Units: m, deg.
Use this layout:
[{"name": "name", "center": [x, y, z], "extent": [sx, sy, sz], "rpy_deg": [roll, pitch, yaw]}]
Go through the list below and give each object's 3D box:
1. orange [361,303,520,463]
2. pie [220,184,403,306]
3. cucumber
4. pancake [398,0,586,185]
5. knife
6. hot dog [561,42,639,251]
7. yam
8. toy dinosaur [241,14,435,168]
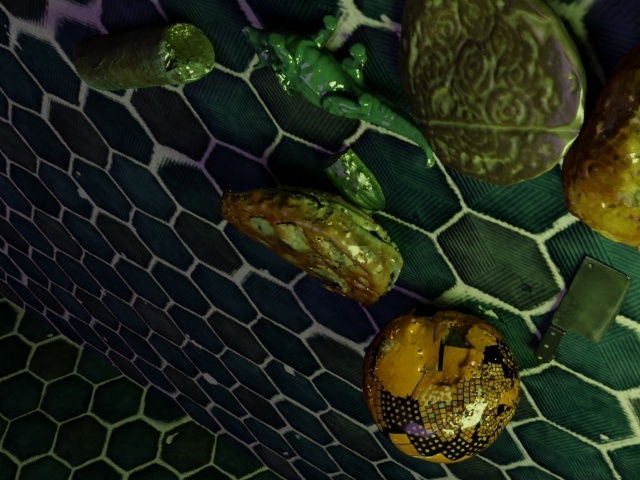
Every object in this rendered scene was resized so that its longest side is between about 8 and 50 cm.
[{"name": "orange", "center": [0.176, 0.212, 1.216], "extent": [0.234, 0.234, 0.182], "rpy_deg": [29, 168, 21]}, {"name": "pie", "center": [-0.001, 0.001, 1.253], "extent": [0.308, 0.085, 0.308], "rpy_deg": [26, 160, 10]}, {"name": "cucumber", "center": [0.049, -0.077, 1.168], "extent": [0.107, 0.035, 0.067], "rpy_deg": [48, 148, -18]}, {"name": "pancake", "center": [0.163, -0.172, 0.848], "extent": [0.250, 0.031, 0.250], "rpy_deg": [39, 143, 37]}, {"name": "knife", "center": [0.344, 0.107, 1.086], "extent": [0.072, 0.019, 0.245], "rpy_deg": [30, 147, 16]}, {"name": "hot dog", "center": [0.326, -0.089, 0.751], "extent": [0.175, 0.114, 0.259], "rpy_deg": [34, 160, 3]}, {"name": "yam", "center": [-0.264, -0.272, 1.219], "extent": [0.259, 0.093, 0.093], "rpy_deg": [7, 136, 45]}, {"name": "toy dinosaur", "center": [0.023, -0.198, 0.996], "extent": [0.292, 0.079, 0.120], "rpy_deg": [28, 154, 24]}]
